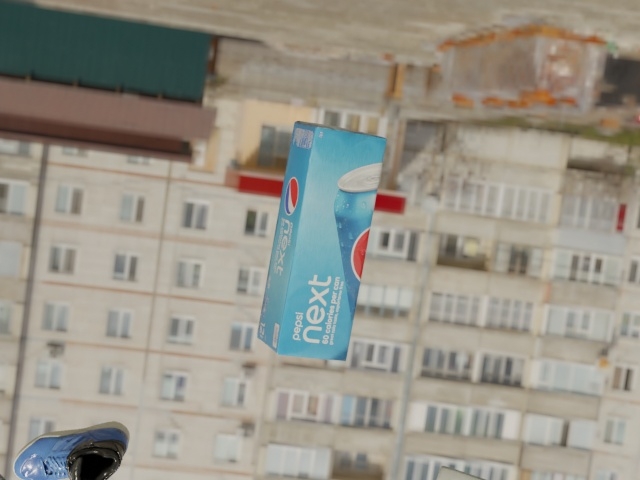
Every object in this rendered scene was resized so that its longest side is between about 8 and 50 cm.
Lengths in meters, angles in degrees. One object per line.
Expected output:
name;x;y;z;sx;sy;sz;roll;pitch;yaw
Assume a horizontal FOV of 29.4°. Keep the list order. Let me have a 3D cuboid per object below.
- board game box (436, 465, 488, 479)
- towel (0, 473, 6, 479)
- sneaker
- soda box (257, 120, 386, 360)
board game box;0.166;0.273;0.535;0.336;0.253;0.079;13;166;36
towel;-0.246;0.329;1.050;0.040;0.271;0.370;-30;-138;-7
sneaker;-0.311;0.274;1.497;0.152;0.058;0.084;-14;-161;3
soda box;0.000;0.000;1.120;0.071;0.210;0.067;8;-173;-21
